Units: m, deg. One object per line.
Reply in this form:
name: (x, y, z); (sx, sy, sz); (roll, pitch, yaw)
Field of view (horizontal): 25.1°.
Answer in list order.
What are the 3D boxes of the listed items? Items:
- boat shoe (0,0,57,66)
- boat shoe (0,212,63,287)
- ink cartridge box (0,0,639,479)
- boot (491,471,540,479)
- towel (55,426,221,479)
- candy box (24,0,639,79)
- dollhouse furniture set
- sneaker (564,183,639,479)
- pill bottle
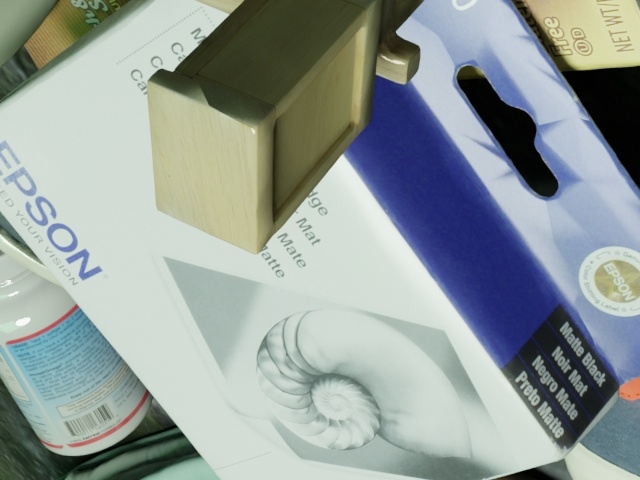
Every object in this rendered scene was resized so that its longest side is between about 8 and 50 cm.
boat shoe: (-0.133, -0.145, 0.531); (0.081, 0.079, 0.227); (45, 140, 12)
boat shoe: (-0.039, -0.006, 0.668); (0.254, 0.095, 0.079); (22, 149, -17)
ink cartridge box: (0.000, 0.000, 0.536); (0.224, 0.045, 0.223); (-27, 107, 39)
boot: (0.070, 0.217, 0.848); (0.106, 0.082, 0.219); (38, 111, 17)
towel: (-0.027, 0.270, 1.033); (0.320, 0.090, 0.374); (49, 145, -12)
candy box: (-0.020, -0.152, 0.552); (0.316, 0.087, 0.183); (0, 128, 42)
dollhouse furniture set: (-0.009, -0.126, 0.340); (0.101, 0.182, 0.161); (24, 141, 19)
sneaker: (0.242, 0.056, 0.515); (0.350, 0.131, 0.148); (8, 126, 30)
pill bottle: (-0.175, 0.056, 0.929); (0.087, 0.087, 0.160); (8, 134, 37)
